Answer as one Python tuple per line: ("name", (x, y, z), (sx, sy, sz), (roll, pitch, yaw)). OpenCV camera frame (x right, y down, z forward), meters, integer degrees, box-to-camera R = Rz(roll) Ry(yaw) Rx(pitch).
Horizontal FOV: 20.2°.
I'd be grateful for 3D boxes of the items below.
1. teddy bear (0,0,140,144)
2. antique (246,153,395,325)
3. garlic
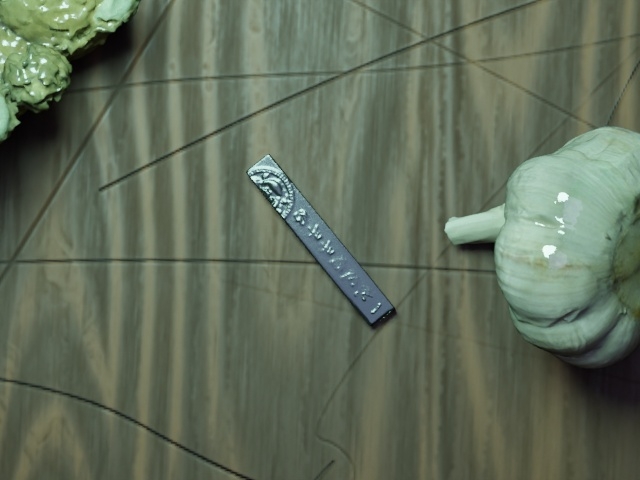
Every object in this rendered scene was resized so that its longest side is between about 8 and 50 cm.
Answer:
("teddy bear", (-0.286, -0.203, 1.667), (0.256, 0.156, 0.267), (-47, 57, 4))
("antique", (0.000, 0.000, 1.711), (0.031, 0.015, 0.192), (-39, 86, 0))
("garlic", (0.213, -0.005, 1.642), (0.212, 0.218, 0.219), (14, 87, 41))
